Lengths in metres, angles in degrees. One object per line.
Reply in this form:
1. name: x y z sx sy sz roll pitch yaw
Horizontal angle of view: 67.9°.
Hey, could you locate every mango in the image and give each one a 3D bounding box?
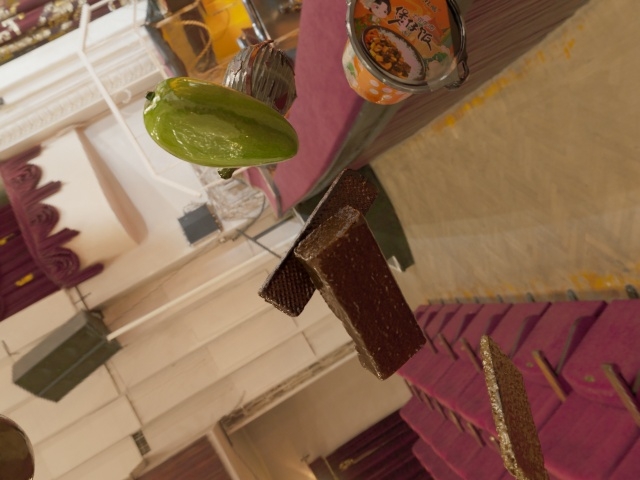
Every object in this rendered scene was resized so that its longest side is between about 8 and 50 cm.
1. mango: -0.209 -0.241 1.043 0.192 0.343 0.156 126 152 -52

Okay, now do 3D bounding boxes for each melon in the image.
1. melon: -0.942 0.629 1.322 0.272 0.272 0.308 141 113 -83

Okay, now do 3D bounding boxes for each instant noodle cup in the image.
1. instant noodle cup: 0.107 -0.282 0.703 0.208 0.177 0.125 54 165 -3

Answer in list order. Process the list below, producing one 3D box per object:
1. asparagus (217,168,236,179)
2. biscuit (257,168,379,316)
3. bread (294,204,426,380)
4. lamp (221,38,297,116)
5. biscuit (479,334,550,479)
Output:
1. asparagus: -0.226 -0.247 1.349 0.041 0.178 0.045 25 -151 -45
2. biscuit: 0.000 0.000 1.147 0.107 0.388 0.073 36 165 -9
3. bread: 0.099 0.130 1.084 0.113 0.165 0.416 28 152 55
4. lamp: -0.184 -0.472 1.470 0.233 0.233 0.265 124 157 -83
5. biscuit: 0.291 0.261 0.720 0.131 0.025 0.231 47 -151 -23
